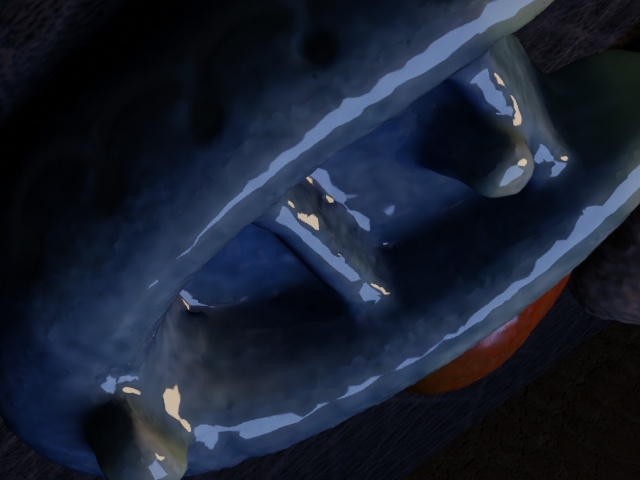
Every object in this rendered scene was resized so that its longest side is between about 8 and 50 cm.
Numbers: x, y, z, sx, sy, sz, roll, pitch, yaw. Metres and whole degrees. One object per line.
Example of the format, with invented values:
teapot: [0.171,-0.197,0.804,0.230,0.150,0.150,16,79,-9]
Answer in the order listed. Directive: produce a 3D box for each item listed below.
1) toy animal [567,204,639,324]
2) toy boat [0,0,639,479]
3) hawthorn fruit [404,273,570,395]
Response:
toy animal: [0.297,-0.045,1.543,0.226,0.188,0.358,-27,164,-27]
toy boat: [0.000,0.000,0.821,0.330,0.123,0.215,-29,138,12]
hawthorn fruit: [0.051,-0.021,1.006,0.189,0.189,0.189,-36,167,-10]
